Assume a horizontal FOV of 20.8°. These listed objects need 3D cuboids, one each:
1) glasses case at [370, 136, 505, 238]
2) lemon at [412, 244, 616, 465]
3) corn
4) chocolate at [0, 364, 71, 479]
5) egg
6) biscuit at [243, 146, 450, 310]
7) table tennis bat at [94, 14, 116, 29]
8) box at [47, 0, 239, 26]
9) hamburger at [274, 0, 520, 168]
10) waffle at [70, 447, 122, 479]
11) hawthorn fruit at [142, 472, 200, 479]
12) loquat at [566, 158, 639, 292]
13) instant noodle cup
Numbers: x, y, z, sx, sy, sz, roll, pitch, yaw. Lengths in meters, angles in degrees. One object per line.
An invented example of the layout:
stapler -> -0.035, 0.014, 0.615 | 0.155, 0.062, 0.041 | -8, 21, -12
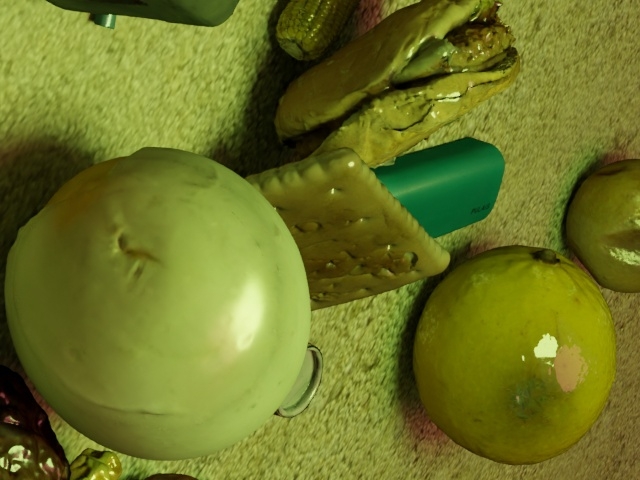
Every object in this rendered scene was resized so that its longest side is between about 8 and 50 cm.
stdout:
glasses case -> 0.136, -0.053, 2.260 | 0.301, 0.070, 0.117 | -20, 124, -55
lemon -> 0.265, 0.156, 2.379 | 0.297, 0.297, 0.297 | -35, 135, -45
corn -> 0.018, -0.285, 1.930 | 0.203, 0.072, 0.072 | -60, 149, -19
chocolate -> -0.295, 0.226, 1.609 | 0.224, 0.177, 0.206 | -16, 120, -56
egg -> -0.146, 0.069, 1.655 | 0.283, 0.283, 0.345 | -62, 163, -15
biscuit -> 0.000, 0.000, 1.945 | 0.325, 0.217, 0.044 | 45, 31, -58
table tennis bat -> -0.190, -0.277, 1.644 | 0.100, 0.019, 0.155 | -1, 106, -59
box -> -0.170, -0.267, 1.497 | 0.148, 0.210, 0.129 | 26, 78, -58
hamburger -> 0.087, -0.172, 1.921 | 0.144, 0.283, 0.259 | 64, 27, 1
waffle -> -0.263, 0.306, 1.766 | 0.211, 0.055, 0.160 | -63, 176, -15
hawthorn fruit -> -0.167, 0.332, 1.935 | 0.149, 0.149, 0.189 | -61, 177, -15
loquat -> 0.484, -0.021, 2.712 | 0.213, 0.213, 0.213 | -35, 135, -45
instant noodle cup -> -0.075, 0.135, 1.952 | 0.127, 0.136, 0.127 | -35, 136, -44
